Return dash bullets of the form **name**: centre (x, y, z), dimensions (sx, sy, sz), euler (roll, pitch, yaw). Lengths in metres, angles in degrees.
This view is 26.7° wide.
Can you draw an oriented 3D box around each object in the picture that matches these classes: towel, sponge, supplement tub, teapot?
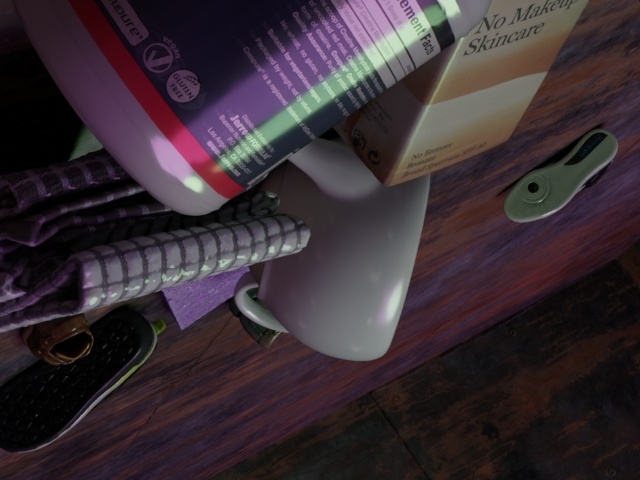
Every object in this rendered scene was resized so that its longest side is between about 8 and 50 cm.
- **towel**: centre (-0.187, -0.007, 0.960), dimensions (0.283, 0.121, 0.235), euler (-14, -178, 42)
- **sponge**: centre (-0.130, 0.041, 1.572), dimensions (0.117, 0.031, 0.210), euler (-32, 166, -8)
- **supplement tub**: centre (-0.022, -0.159, 0.784), dimensions (0.272, 0.191, 0.191), euler (-35, 166, 4)
- **teapot**: centre (0.000, 0.000, 1.409), dimensions (0.252, 0.187, 0.256), euler (-83, -175, -82)

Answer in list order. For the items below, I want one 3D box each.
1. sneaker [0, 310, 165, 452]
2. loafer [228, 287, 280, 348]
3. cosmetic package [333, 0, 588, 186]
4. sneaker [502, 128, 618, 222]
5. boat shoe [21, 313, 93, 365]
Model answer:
- **sneaker**: centre (-0.276, 0.169, 1.567), dimensions (0.234, 0.084, 0.097), euler (-34, 168, 2)
- **loafer**: centre (0.009, 0.051, 1.811), dimensions (0.267, 0.084, 0.096), euler (-30, 166, -13)
- **cosmetic package**: centre (0.111, -0.195, 0.992), dimensions (0.153, 0.129, 0.296), euler (-22, 152, -33)
- **sneaker**: centre (0.400, -0.091, 2.230), dimensions (0.217, 0.079, 0.121), euler (-35, 165, 2)
- **boat shoe**: centre (-0.269, 0.101, 1.396), dimensions (0.064, 0.060, 0.178), euler (-29, 166, -19)
